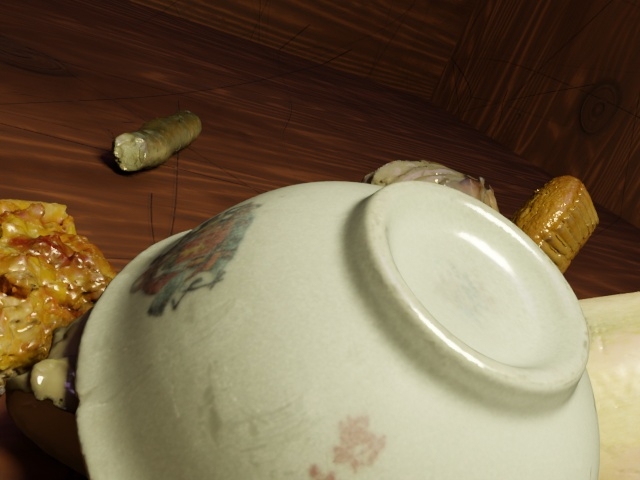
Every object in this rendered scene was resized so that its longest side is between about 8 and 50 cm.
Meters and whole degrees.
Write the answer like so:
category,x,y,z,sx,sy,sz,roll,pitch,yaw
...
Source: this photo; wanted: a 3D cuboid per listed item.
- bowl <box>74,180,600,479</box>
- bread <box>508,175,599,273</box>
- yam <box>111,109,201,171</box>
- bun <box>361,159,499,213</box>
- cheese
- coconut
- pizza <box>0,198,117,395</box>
category,x,y,z,sx,sy,sz,roll,pitch,yaw
bowl,0.062,0.085,0.579,0.434,0.196,0.435,21,38,-18
bread,0.438,-0.015,1.529,0.139,0.240,0.240,39,20,4
yam,-0.265,-0.168,1.312,0.071,0.067,0.317,12,17,4
bun,0.179,-0.024,1.262,0.281,0.205,0.281,22,21,-9
cheese,-0.139,0.114,0.641,0.175,0.091,0.202,28,27,-5
coconut,0.330,0.168,0.812,0.244,0.239,0.239,-8,19,6
pizza,-0.263,0.041,0.737,0.226,0.086,0.335,22,17,-8
